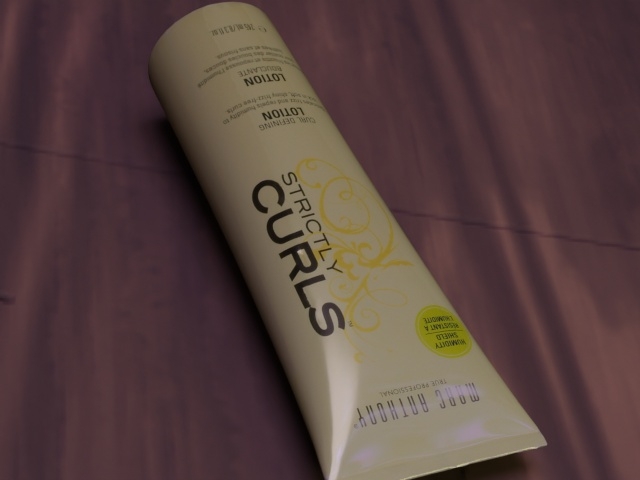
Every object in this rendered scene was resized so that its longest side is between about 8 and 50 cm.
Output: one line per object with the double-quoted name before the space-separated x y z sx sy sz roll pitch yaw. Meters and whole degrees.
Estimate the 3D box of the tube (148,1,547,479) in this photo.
"tube" 0.000 0.000 0.782 0.070 0.062 0.240 -35 55 9
